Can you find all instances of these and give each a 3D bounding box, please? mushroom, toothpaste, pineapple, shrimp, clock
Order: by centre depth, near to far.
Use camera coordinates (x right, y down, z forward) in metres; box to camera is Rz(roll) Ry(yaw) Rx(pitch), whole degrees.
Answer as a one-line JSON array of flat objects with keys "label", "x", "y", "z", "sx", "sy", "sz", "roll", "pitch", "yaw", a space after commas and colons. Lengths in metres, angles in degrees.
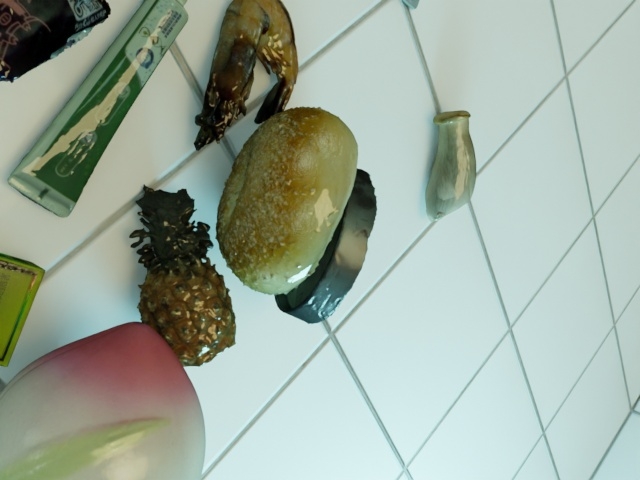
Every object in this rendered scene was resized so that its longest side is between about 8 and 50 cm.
[{"label": "toothpaste", "x": -0.289, "y": -0.217, "z": 0.943, "sx": 0.098, "sy": 0.061, "sz": 0.392, "roll": 40, "pitch": 77, "yaw": -42}, {"label": "pineapple", "x": -0.214, "y": 0.047, "z": 1.038, "sx": 0.157, "sy": 0.157, "sz": 0.279, "roll": -11, "pitch": 97, "yaw": -41}, {"label": "shrimp", "x": -0.112, "y": -0.263, "z": 1.096, "sx": 0.178, "sy": 0.075, "sz": 0.290, "roll": 26, "pitch": 70, "yaw": -46}, {"label": "clock", "x": 0.000, "y": 0.000, "z": 1.126, "sx": 0.055, "sy": 0.280, "sz": 0.281, "roll": 19, "pitch": 88, "yaw": -21}, {"label": "mushroom", "x": 0.291, "y": -0.163, "z": 1.475, "sx": 0.096, "sy": 0.108, "sz": 0.247, "roll": -62, "pitch": 157, "yaw": -74}]

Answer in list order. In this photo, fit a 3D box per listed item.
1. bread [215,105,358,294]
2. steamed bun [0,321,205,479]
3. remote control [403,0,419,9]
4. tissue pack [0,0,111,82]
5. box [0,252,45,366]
[{"label": "bread", "x": -0.064, "y": -0.067, "z": 1.045, "sx": 0.158, "sy": 0.305, "sz": 0.306, "roll": 21, "pitch": 87, "yaw": -24}, {"label": "steamed bun", "x": -0.291, "y": 0.246, "z": 0.902, "sx": 0.309, "sy": 0.309, "sz": 0.310, "roll": -13, "pitch": 110, "yaw": -40}, {"label": "remote control", "x": 0.137, "y": -0.506, "z": 1.285, "sx": 0.184, "sy": 0.027, "sz": 0.050, "roll": 18, "pitch": 90, "yaw": -49}, {"label": "tissue pack", "x": -0.383, "y": -0.362, "z": 0.742, "sx": 0.245, "sy": 0.123, "sz": 0.333, "roll": -63, "pitch": 143, "yaw": -49}, {"label": "box", "x": -0.481, "y": 0.067, "z": 0.838, "sx": 0.220, "sy": 0.064, "sz": 0.141, "roll": 25, "pitch": 85, "yaw": -42}]
